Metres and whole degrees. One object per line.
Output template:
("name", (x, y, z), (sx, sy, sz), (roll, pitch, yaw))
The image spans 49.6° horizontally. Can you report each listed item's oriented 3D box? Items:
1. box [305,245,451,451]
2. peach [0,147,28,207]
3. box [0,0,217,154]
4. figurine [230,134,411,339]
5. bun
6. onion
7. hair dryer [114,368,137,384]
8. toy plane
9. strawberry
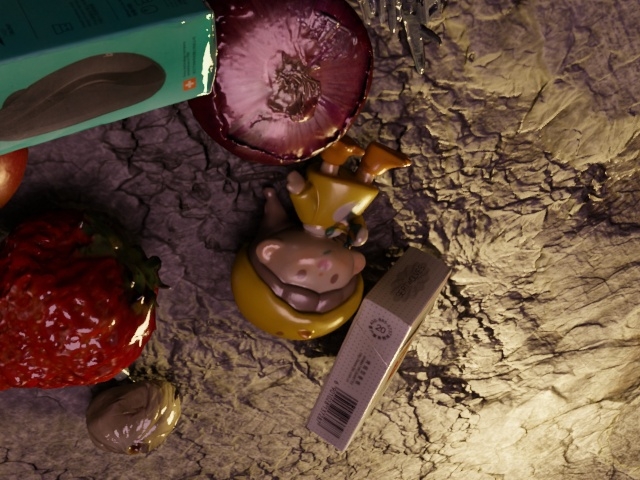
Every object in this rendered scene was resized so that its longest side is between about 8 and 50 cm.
("box", (0.101, 0.194, 1.241), (0.095, 0.210, 0.330), (30, 125, 14))
("peach", (-0.439, -0.104, 0.785), (0.192, 0.190, 0.190), (-26, 149, -52))
("box", (-0.286, -0.208, 0.690), (0.311, 0.205, 0.118), (-23, 150, -23))
("figurine", (0.000, 0.000, 1.058), (0.215, 0.187, 0.344), (19, 116, -22))
("bun", (-0.333, 0.328, 1.249), (0.166, 0.113, 0.173), (6, 141, -30))
("onion", (-0.055, -0.214, 0.858), (0.248, 0.161, 0.248), (-15, 135, -15))
("hair dryer", (-0.361, 0.207, 1.198), (0.100, 0.057, 0.198), (-24, 142, 2))
("toy plane", (0.127, -0.310, 0.892), (0.192, 0.088, 0.262), (-46, 139, -16))
("strawberry", (-0.362, 0.095, 0.944), (0.277, 0.257, 0.257), (-41, 132, 3))
